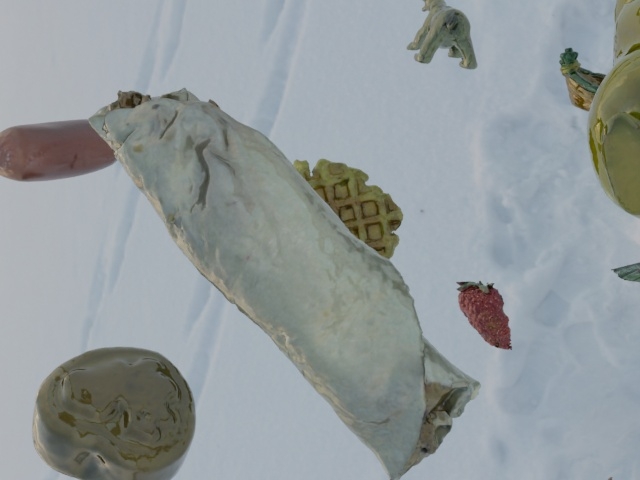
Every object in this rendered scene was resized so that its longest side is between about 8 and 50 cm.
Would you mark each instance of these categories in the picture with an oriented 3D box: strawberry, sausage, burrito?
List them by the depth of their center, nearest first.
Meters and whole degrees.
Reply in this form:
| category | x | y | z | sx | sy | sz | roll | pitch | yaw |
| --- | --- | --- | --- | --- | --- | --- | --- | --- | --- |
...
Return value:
| category | x | y | z | sx | sy | sz | roll | pitch | yaw |
| --- | --- | --- | --- | --- | --- | --- | --- | --- | --- |
| burrito | -0.035 | 0.007 | 0.509 | 0.117 | 0.076 | 0.392 | -42 | 78 | -3 |
| sausage | -0.322 | -0.112 | 0.788 | 0.077 | 0.194 | 0.077 | 7 | 107 | 24 |
| strawberry | 0.494 | 0.235 | 1.946 | 0.228 | 0.097 | 0.174 | 69 | 166 | -14 |

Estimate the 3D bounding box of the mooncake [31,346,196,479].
| category | x | y | z | sx | sy | sz | roll | pitch | yaw |
| --- | --- | --- | --- | --- | --- | --- | --- | --- | --- |
| mooncake | -0.298 | 0.256 | 0.966 | 0.235 | 0.234 | 0.117 | 52 | 132 | 36 |

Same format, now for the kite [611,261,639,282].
| category | x | y | z | sx | sy | sz | roll | pitch | yaw |
| --- | --- | --- | --- | --- | --- | --- | --- | --- | --- |
| kite | 0.886 | 0.107 | 1.555 | 0.322 | 0.268 | 0.013 | 21 | 143 | 31 |

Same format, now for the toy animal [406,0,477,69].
| category | x | y | z | sx | sy | sz | roll | pitch | yaw |
| --- | --- | --- | --- | --- | --- | --- | --- | --- | --- |
| toy animal | 0.213 | -0.370 | 1.112 | 0.219 | 0.103 | 0.101 | -88 | 1 | -64 |

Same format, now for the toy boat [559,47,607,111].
| category | x | y | z | sx | sy | sz | roll | pitch | yaw |
| --- | --- | --- | --- | --- | --- | --- | --- | --- | --- |
| toy boat | 0.458 | -0.228 | 0.931 | 0.229 | 0.089 | 0.088 | 21 | 128 | 32 |

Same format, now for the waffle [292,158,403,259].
| category | x | y | z | sx | sy | sz | roll | pitch | yaw |
| --- | --- | --- | --- | --- | --- | --- | --- | --- | --- |
| waffle | 0.000 | 0.000 | 1.266 | 0.302 | 0.068 | 0.325 | 32 | 89 | 1 |

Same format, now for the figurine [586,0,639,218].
| category | x | y | z | sx | sy | sz | roll | pitch | yaw |
| --- | --- | --- | --- | --- | --- | --- | --- | --- | --- |
| figurine | 0.311 | -0.143 | 0.479 | 0.218 | 0.169 | 0.327 | 13 | 62 | 19 |

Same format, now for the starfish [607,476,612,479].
| category | x | y | z | sx | sy | sz | roll | pitch | yaw |
| --- | --- | --- | --- | --- | --- | --- | --- | --- | --- |
| starfish | 0.723 | 0.617 | 1.558 | 0.078 | 0.028 | 0.091 | -23 | 97 | 14 |
